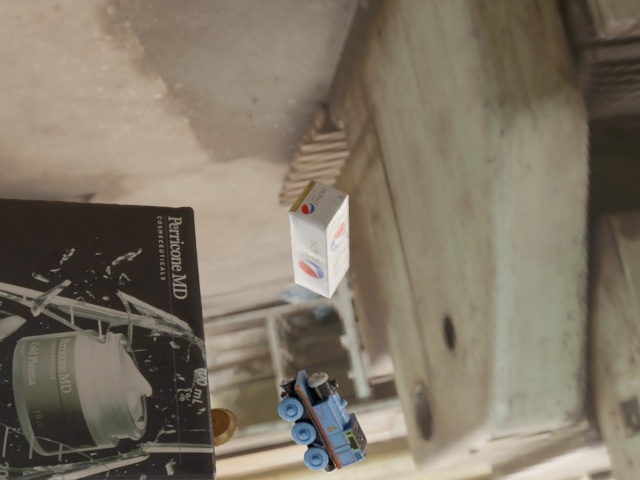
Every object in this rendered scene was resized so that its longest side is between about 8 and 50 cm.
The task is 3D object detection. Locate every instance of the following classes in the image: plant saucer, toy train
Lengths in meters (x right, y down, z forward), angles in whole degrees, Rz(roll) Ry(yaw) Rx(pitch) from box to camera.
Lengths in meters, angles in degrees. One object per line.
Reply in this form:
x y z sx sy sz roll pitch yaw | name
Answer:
-0.189 0.329 2.009 0.083 0.083 0.015 -12 137 1 | plant saucer
0.003 0.299 1.874 0.105 0.184 0.080 -23 -167 11 | toy train

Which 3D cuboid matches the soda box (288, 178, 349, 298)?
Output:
0.000 0.000 1.780 0.069 0.074 0.216 25 151 16 | soda box

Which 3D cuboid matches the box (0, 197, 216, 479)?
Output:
-0.421 0.204 1.636 0.472 0.479 0.297 3 141 -17 | box
